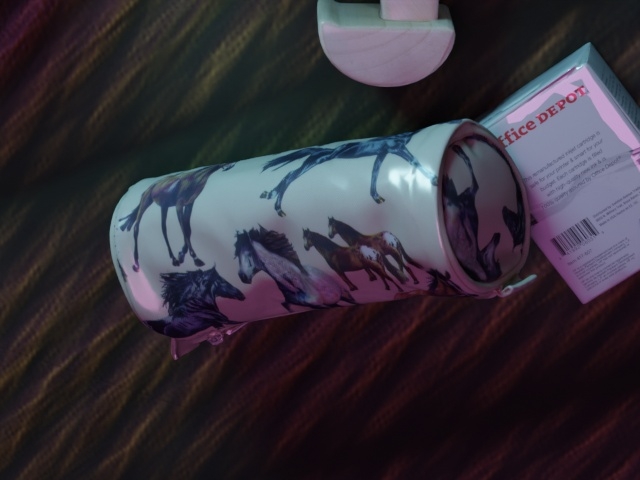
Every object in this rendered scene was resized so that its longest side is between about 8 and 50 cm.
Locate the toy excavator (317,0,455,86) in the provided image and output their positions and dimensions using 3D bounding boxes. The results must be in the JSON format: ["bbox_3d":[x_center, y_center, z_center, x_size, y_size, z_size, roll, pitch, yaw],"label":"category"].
[{"bbox_3d":[-0.009,-0.398,1.436,0.445,0.222,0.433,24,113,-11],"label":"toy excavator"}]

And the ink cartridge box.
[{"bbox_3d":[0.257,-0.066,1.563,0.148,0.086,0.203,-34,100,24],"label":"ink cartridge box"}]

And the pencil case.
[{"bbox_3d":[0.000,0.000,1.564,0.410,0.160,0.184,-9,111,32],"label":"pencil case"}]
